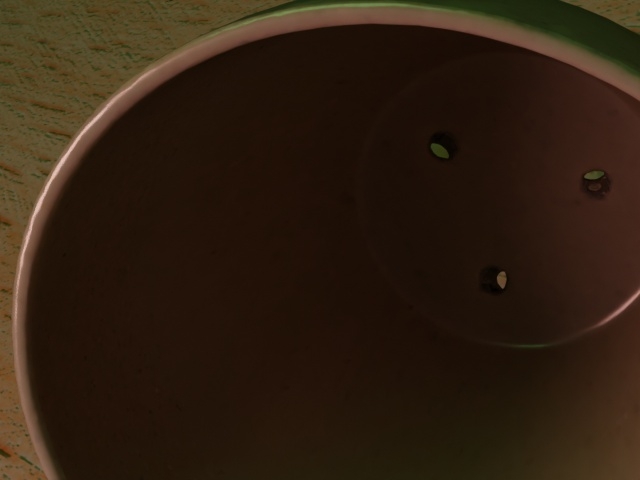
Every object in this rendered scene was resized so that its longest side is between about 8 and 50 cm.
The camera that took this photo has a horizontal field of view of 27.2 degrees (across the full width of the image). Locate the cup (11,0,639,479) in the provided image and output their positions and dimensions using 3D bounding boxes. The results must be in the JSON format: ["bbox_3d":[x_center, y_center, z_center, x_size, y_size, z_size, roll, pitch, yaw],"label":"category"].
[{"bbox_3d":[0.065,0.025,0.597,0.331,0.331,0.237,-25,14,27],"label":"cup"}]
